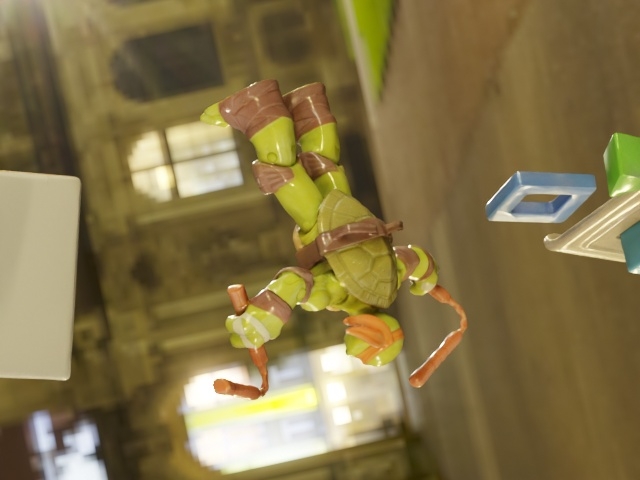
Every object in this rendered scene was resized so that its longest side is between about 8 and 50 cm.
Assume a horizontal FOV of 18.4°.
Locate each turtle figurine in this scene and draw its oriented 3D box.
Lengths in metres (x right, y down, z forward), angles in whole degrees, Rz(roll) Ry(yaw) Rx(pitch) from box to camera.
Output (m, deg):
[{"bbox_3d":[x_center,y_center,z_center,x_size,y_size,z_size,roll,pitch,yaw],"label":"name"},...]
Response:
[{"bbox_3d":[0.000,0.000,1.313,0.269,0.087,0.217,-13,-106,-48],"label":"turtle figurine"}]

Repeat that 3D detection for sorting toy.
[{"bbox_3d":[0.291,-0.009,1.435,0.196,0.347,0.047,-35,54,50],"label":"sorting toy"}]

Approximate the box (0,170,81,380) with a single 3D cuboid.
[{"bbox_3d":[-0.199,0.012,0.895,0.170,0.130,0.091,0,87,62],"label":"box"}]
